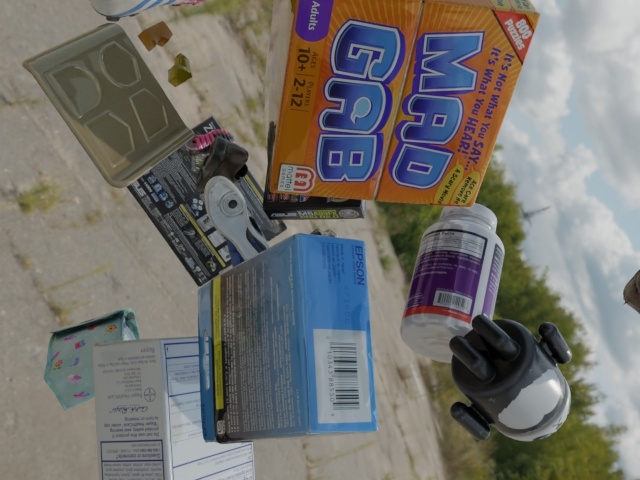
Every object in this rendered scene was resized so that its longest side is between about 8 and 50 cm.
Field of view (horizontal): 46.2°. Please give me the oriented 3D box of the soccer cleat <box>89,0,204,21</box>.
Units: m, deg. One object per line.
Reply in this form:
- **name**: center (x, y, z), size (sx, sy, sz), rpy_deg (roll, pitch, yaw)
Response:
- **soccer cleat**: center (-0.284, -0.516, 1.432), size (0.116, 0.331, 0.143), rpy_deg (56, -29, 5)

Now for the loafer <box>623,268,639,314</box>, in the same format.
- **loafer**: center (0.749, 0.166, 1.469), size (0.366, 0.134, 0.130), rpy_deg (40, -18, -2)

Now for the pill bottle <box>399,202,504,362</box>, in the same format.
- **pill bottle**: center (0.286, 0.084, 1.592), size (0.181, 0.181, 0.323), rpy_deg (60, 41, -51)

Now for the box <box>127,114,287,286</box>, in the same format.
- **box**: center (-0.333, -0.113, 2.173), size (0.395, 0.318, 0.097), rpy_deg (56, 1, -14)

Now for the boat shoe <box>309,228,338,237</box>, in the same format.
- **boat shoe**: center (0.000, 0.000, 2.120), size (0.066, 0.066, 0.183), rpy_deg (48, 20, -8)

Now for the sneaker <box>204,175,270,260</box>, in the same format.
- **sneaker**: center (-0.184, -0.053, 1.517), size (0.217, 0.079, 0.121), rpy_deg (63, -7, -34)

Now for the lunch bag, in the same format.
- **lunch bag**: center (-0.605, 0.290, 2.013), size (0.262, 0.223, 0.160), rpy_deg (-110, -178, -55)

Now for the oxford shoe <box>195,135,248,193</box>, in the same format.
- **oxford shoe**: center (-0.211, -0.143, 1.614), size (0.227, 0.096, 0.083), rpy_deg (149, -46, -64)

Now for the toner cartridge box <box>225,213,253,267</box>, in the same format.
- **toner cartridge box**: center (-0.131, 0.108, 1.643), size (0.348, 0.075, 0.165), rpy_deg (-111, -178, -49)

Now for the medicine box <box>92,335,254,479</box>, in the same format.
- **medicine box**: center (-0.250, 0.315, 1.317), size (0.263, 0.149, 0.289), rpy_deg (12, 72, -64)

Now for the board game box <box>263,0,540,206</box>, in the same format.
- **board game box**: center (0.101, -0.313, 1.283), size (0.357, 0.356, 0.356), rpy_deg (-97, -166, -49)

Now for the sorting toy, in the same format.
- **sorting toy**: center (-0.304, -0.236, 1.205), size (0.229, 0.041, 0.307), rpy_deg (55, 38, -13)

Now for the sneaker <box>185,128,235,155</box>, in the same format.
- **sneaker**: center (-0.257, -0.221, 1.739), size (0.057, 0.119, 0.047), rpy_deg (111, -35, -57)

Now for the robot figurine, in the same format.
- **robot figurine**: center (0.356, 0.260, 1.406), size (0.278, 0.209, 0.174), rpy_deg (47, 39, -32)

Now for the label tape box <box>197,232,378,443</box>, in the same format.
- **label tape box**: center (-0.064, 0.155, 1.067), size (0.347, 0.115, 0.249), rpy_deg (-28, -118, 57)

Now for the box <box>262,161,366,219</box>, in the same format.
- **box**: center (-0.004, -0.177, 1.641), size (0.060, 0.216, 0.270), rpy_deg (62, 31, -63)
